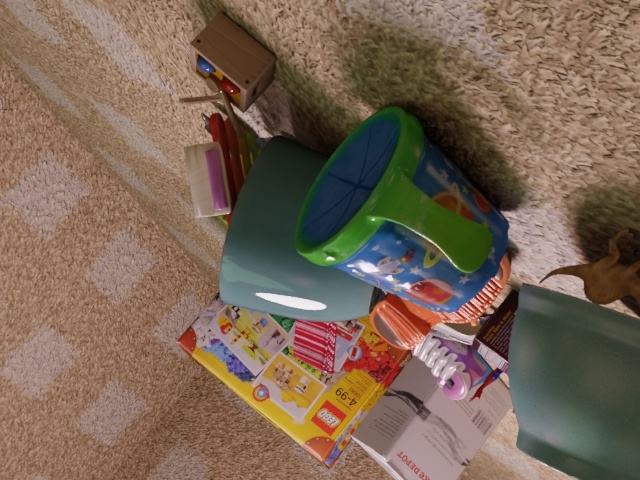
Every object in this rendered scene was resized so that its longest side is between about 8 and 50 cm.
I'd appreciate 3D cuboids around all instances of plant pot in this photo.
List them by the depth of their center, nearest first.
[{"bbox_3d":[0.349,0.192,1.138,0.293,0.196,0.293,20,180,0],"label":"plant pot"},{"bbox_3d":[0.000,0.000,1.550,0.235,0.293,0.293,17,163,10],"label":"plant pot"}]

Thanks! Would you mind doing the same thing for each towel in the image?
[{"bbox_3d":[-0.015,0.172,2.317,0.031,0.274,0.199,0,-172,-28],"label":"towel"}]

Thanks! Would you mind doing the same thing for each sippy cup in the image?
[{"bbox_3d":[0.120,-0.024,1.268,0.224,0.240,0.305,34,-147,-20],"label":"sippy cup"}]

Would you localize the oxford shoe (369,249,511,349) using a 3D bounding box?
[{"bbox_3d":[0.204,0.062,1.540,0.130,0.133,0.364,47,149,-3],"label":"oxford shoe"}]

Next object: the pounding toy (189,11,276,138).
[{"bbox_3d":[-0.138,-0.250,1.460,0.130,0.100,0.141,40,168,2],"label":"pounding toy"}]

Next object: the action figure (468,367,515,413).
[{"bbox_3d":[0.351,0.255,1.730,0.091,0.139,0.280,37,170,16],"label":"action figure"}]

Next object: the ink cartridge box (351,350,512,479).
[{"bbox_3d":[0.249,0.386,2.067,0.223,0.307,0.129,49,165,-33],"label":"ink cartridge box"}]

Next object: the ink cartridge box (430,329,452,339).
[{"bbox_3d":[0.281,0.185,1.886,0.115,0.029,0.063,10,179,-23],"label":"ink cartridge box"}]

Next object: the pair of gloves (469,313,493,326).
[{"bbox_3d":[0.311,0.157,1.702,0.074,0.010,0.083,-10,137,28],"label":"pair of gloves"}]

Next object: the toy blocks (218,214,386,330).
[{"bbox_3d":[-0.002,0.057,1.905,0.381,0.190,0.261,46,168,-28],"label":"toy blocks"}]

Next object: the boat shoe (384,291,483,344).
[{"bbox_3d":[0.216,0.134,1.816,0.228,0.079,0.081,30,160,28],"label":"boat shoe"}]

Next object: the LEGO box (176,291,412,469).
[{"bbox_3d":[-0.064,0.298,2.523,0.500,0.372,0.193,35,167,19],"label":"LEGO box"}]

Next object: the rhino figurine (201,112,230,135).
[{"bbox_3d":[-0.144,-0.164,1.849,0.243,0.073,0.106,46,170,-20],"label":"rhino figurine"}]

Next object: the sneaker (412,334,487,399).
[{"bbox_3d":[0.256,0.214,1.956,0.236,0.105,0.095,55,144,26],"label":"sneaker"}]

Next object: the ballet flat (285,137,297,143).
[{"bbox_3d":[-0.010,-0.085,1.725,0.232,0.073,0.080,46,166,-26],"label":"ballet flat"}]

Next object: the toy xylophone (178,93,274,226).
[{"bbox_3d":[-0.152,-0.140,1.609,0.322,0.081,0.236,-50,-50,-69],"label":"toy xylophone"}]

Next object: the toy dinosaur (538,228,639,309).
[{"bbox_3d":[0.332,0.034,1.093,0.183,0.092,0.053,24,159,51],"label":"toy dinosaur"}]

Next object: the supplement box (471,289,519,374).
[{"bbox_3d":[0.350,0.182,1.530,0.188,0.104,0.081,37,168,15],"label":"supplement box"}]
